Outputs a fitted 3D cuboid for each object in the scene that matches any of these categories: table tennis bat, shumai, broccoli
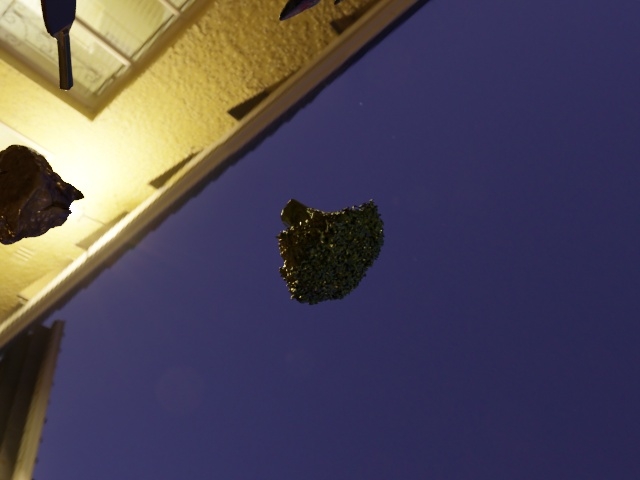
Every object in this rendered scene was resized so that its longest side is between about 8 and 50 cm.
[{"bbox_3d":[-0.523,-0.456,1.207,0.173,0.022,0.301,-90,-171,-58],"label":"table tennis bat"},{"bbox_3d":[-0.591,-0.092,1.263,0.218,0.185,0.184,42,-64,47],"label":"shumai"},{"bbox_3d":[0.000,0.000,1.004,0.219,0.194,0.194,-59,-145,14],"label":"broccoli"}]

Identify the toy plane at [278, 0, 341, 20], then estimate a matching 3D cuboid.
[{"bbox_3d":[0.013,-0.468,1.007,0.326,0.104,0.223,-20,-117,43],"label":"toy plane"}]
